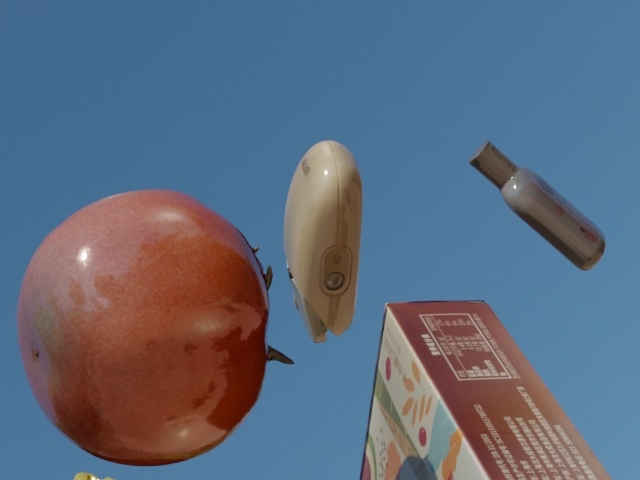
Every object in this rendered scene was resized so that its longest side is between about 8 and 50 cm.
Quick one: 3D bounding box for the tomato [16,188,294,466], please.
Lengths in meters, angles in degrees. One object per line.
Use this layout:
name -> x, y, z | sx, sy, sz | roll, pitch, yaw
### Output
tomato -> -0.162, 0.081, 1.387 | 0.224, 0.256, 0.256 | -11, -42, -34

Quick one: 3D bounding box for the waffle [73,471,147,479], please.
waffle -> -0.243, 0.432, 1.755 | 0.329, 0.329, 0.062 | -39, -23, 0

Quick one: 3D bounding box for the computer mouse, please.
computer mouse -> 0.000, 0.000, 1.756 | 0.082, 0.145, 0.237 | -1, -61, -10

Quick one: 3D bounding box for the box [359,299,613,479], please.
box -> 0.147, 0.297, 1.510 | 0.122, 0.385, 0.345 | 0, -66, -14

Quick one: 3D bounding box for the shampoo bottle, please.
shampoo bottle -> 0.224, -0.039, 1.539 | 0.040, 0.165, 0.080 | -46, 7, 26
